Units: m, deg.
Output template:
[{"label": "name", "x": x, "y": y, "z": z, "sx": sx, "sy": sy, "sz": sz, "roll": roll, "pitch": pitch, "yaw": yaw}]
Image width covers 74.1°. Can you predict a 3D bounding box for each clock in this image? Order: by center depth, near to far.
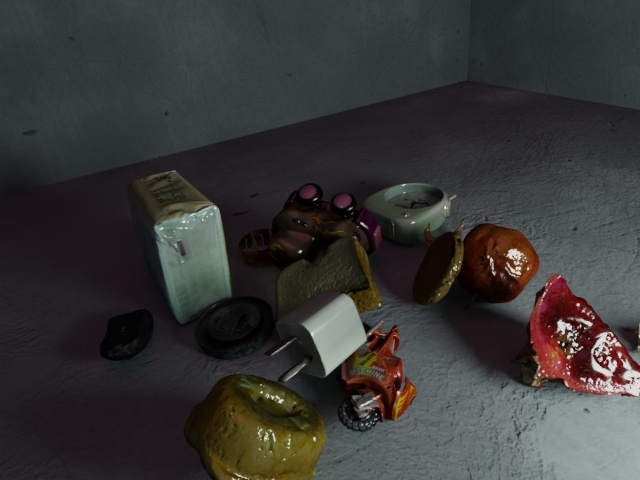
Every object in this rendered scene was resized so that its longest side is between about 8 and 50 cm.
[{"label": "clock", "x": -0.232, "y": 0.233, "z": 1.155, "sx": 0.214, "sy": 0.042, "sz": 0.215, "roll": -6, "pitch": 31, "yaw": 4}, {"label": "clock", "x": 0.334, "y": -0.115, "z": 1.532, "sx": 0.324, "sy": 0.109, "sz": 0.265, "roll": -24, "pitch": 33, "yaw": -26}]

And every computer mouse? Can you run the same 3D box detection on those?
[{"label": "computer mouse", "x": -0.521, "y": 0.264, "z": 1.146, "sx": 0.121, "sy": 0.074, "sz": 0.217, "roll": -12, "pitch": 24, "yaw": -10}]

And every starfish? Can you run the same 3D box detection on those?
[{"label": "starfish", "x": 0.421, "y": 0.022, "z": 1.331, "sx": 0.238, "sy": 0.071, "sz": 0.215, "roll": 31, "pitch": 42, "yaw": 34}]

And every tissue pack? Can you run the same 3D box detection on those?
[{"label": "tissue pack", "x": -0.442, "y": 0.000, "z": 1.318, "sx": 0.205, "sy": 0.332, "sz": 0.405, "roll": -20, "pitch": 32, "yaw": -27}]

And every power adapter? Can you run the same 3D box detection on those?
[{"label": "power adapter", "x": -0.023, "y": 0.211, "z": 0.887, "sx": 0.204, "sy": 0.130, "sz": 0.125, "roll": -29, "pitch": 16, "yaw": -37}]

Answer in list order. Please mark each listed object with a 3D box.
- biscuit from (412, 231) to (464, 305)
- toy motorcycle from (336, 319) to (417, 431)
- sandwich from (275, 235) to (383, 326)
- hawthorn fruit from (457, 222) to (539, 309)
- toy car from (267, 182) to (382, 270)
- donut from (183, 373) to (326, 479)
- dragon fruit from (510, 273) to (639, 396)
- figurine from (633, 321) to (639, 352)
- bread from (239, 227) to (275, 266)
[{"label": "biscuit", "x": 0.318, "y": 0.077, "z": 1.143, "sx": 0.042, "sy": 0.226, "sz": 0.226, "roll": 25, "pitch": 32, "yaw": -6}, {"label": "toy motorcycle", "x": 0.116, "y": 0.289, "z": 0.929, "sx": 0.170, "sy": 0.089, "sz": 0.298, "roll": -4, "pitch": 30, "yaw": 5}, {"label": "sandwich", "x": 0.007, "y": 0.121, "z": 1.118, "sx": 0.273, "sy": 0.095, "sz": 0.249, "roll": -29, "pitch": 34, "yaw": 14}, {"label": "hawthorn fruit", "x": 0.441, "y": 0.087, "z": 1.106, "sx": 0.207, "sy": 0.207, "sz": 0.243, "roll": 22, "pitch": 70, "yaw": 41}, {"label": "toy car", "x": 0.000, "y": 0.000, "z": 1.315, "sx": 0.340, "sy": 0.271, "sz": 0.241, "roll": 16, "pitch": 62, "yaw": 23}, {"label": "donut", "x": -0.111, "y": 0.335, "z": 0.757, "sx": 0.208, "sy": 0.261, "sz": 0.128, "roll": 32, "pitch": 91, "yaw": 39}, {"label": "dragon fruit", "x": 0.501, "y": 0.229, "z": 0.892, "sx": 0.211, "sy": 0.134, "sz": 0.262, "roll": -28, "pitch": 70, "yaw": -6}, {"label": "figurine", "x": 0.749, "y": 0.213, "z": 0.889, "sx": 0.153, "sy": 0.132, "sz": 0.132, "roll": 1, "pitch": 29, "yaw": 40}, {"label": "bread", "x": -0.201, "y": 0.022, "z": 1.469, "sx": 0.160, "sy": 0.073, "sz": 0.161, "roll": -6, "pitch": 31, "yaw": 3}]
